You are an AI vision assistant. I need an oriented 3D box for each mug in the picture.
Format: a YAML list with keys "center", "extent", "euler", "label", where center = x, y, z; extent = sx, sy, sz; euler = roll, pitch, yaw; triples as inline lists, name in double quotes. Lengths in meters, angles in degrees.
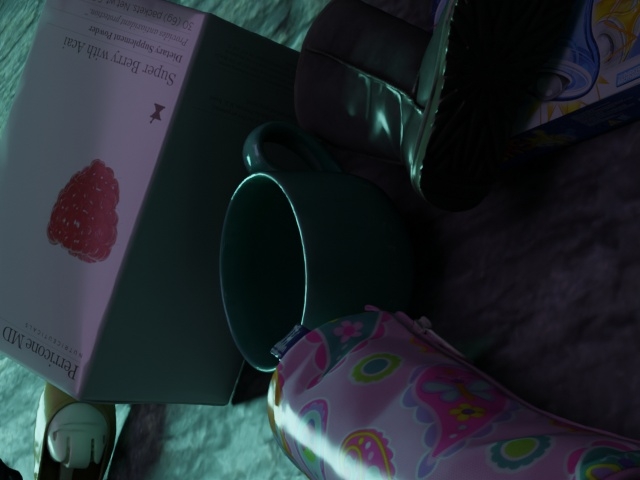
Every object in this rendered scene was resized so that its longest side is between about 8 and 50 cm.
- center: [0.004, 0.006, 0.811]
  extent: [0.129, 0.097, 0.158]
  euler: [23, 111, 58]
  label: "mug"

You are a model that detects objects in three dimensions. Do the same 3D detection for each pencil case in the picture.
- center: [0.075, 0.118, 0.636]
  extent: [0.284, 0.124, 0.124]
  euler: [27, 99, 62]
  label: "pencil case"

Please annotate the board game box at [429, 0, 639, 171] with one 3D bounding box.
- center: [0.136, -0.121, 0.737]
  extent: [0.201, 0.035, 0.136]
  euler: [-22, 57, 55]
  label: "board game box"

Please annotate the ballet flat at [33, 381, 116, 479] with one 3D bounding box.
- center: [-0.231, 0.223, 1.152]
  extent: [0.073, 0.080, 0.232]
  euler: [-166, 83, -67]
  label: "ballet flat"

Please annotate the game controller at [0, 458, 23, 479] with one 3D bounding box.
- center: [-0.316, 0.367, 1.196]
  extent: [0.319, 0.067, 0.166]
  euler: [-107, 23, -46]
  label: "game controller"

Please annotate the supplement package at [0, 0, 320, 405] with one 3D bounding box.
- center: [-0.140, -0.036, 0.972]
  extent: [0.177, 0.175, 0.293]
  euler: [22, 95, 35]
  label: "supplement package"

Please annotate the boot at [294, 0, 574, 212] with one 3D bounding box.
- center: [0.061, -0.126, 0.773]
  extent: [0.190, 0.076, 0.208]
  euler: [-66, 23, 13]
  label: "boot"
